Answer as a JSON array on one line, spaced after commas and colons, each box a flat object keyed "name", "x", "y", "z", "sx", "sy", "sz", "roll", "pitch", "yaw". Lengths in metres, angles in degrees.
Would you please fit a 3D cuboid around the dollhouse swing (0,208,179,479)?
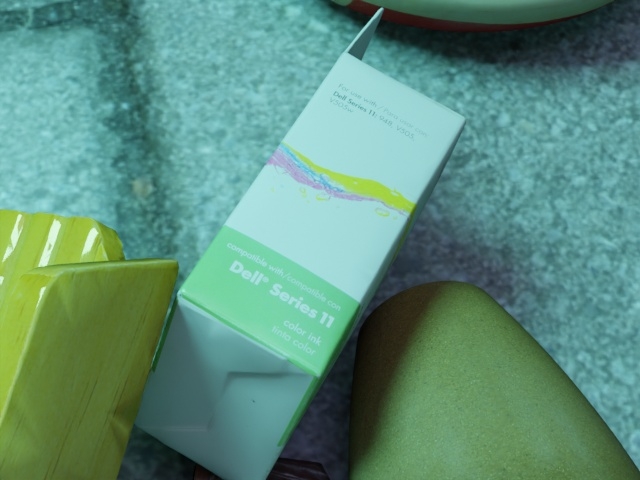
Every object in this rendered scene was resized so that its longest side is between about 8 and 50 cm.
[{"name": "dollhouse swing", "x": -0.346, "y": 0.080, "z": 0.851, "sx": 0.347, "sy": 0.305, "sz": 0.315, "roll": 5, "pitch": 73, "yaw": 36}]

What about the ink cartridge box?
[{"name": "ink cartridge box", "x": 0.000, "y": 0.000, "z": 1.080, "sx": 0.119, "sy": 0.207, "sz": 0.353, "roll": 29, "pitch": 52, "yaw": 3}]

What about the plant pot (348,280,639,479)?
[{"name": "plant pot", "x": 0.118, "y": 0.162, "z": 1.038, "sx": 0.237, "sy": 0.237, "sz": 0.254, "roll": -6, "pitch": 50, "yaw": -12}]

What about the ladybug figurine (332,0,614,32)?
[{"name": "ladybug figurine", "x": 0.142, "y": -0.321, "z": 1.316, "sx": 0.449, "sy": 0.162, "sz": 0.305, "roll": 2, "pitch": 62, "yaw": -7}]

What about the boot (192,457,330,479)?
[{"name": "boot", "x": -0.042, "y": 0.173, "z": 1.099, "sx": 0.114, "sy": 0.037, "sz": 0.106, "roll": 12, "pitch": 61, "yaw": -6}]
